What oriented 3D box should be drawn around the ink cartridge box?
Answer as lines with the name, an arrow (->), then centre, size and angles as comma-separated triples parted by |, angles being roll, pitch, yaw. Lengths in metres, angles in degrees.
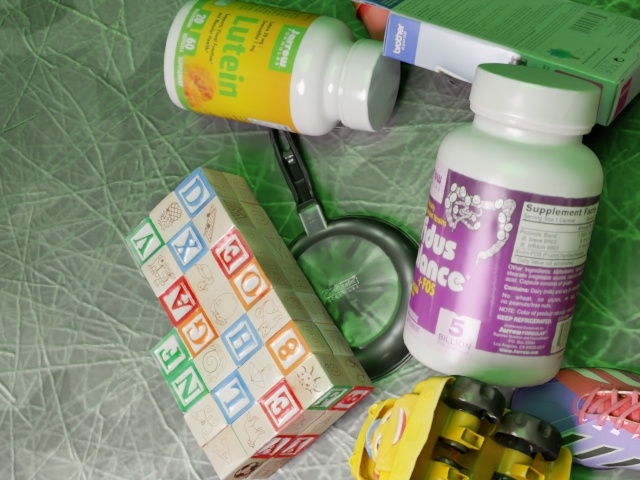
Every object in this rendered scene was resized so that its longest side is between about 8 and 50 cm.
ink cartridge box -> 0.203, -0.223, 1.658 | 0.311, 0.186, 0.065 | 22, 123, 20

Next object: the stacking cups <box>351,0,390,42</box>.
stacking cups -> 0.033, -0.353, 1.792 | 0.096, 0.096, 0.316 | -23, 68, 7

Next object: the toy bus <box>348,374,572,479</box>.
toy bus -> 0.107, 0.218, 1.510 | 0.211, 0.220, 0.149 | 8, 69, 47

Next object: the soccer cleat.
soccer cleat -> 0.339, 0.184, 1.505 | 0.318, 0.116, 0.108 | 13, 76, 19

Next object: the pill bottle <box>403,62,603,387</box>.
pill bottle -> 0.188, -0.019, 1.527 | 0.169, 0.169, 0.301 | 15, 105, 20

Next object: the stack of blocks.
stack of blocks -> -0.095, 0.090, 1.648 | 0.171, 0.087, 0.297 | -42, 64, 21

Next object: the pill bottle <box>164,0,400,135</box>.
pill bottle -> -0.041, -0.194, 1.729 | 0.246, 0.136, 0.136 | 13, 76, 21

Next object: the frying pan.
frying pan -> 0.029, 0.000, 1.697 | 0.197, 0.053, 0.326 | -4, 74, 14
